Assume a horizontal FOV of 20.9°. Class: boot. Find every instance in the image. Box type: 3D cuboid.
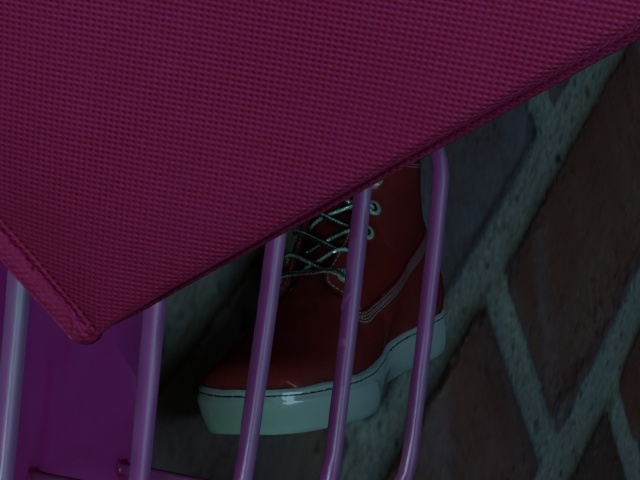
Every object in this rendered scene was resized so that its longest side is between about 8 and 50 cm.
[{"bbox_3d":[0.000,0.000,0.941,0.244,0.088,0.176,-30,119,-64],"label":"boot"}]

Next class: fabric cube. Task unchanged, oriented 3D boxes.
[{"bbox_3d":[-0.014,-0.175,0.478,0.259,0.258,0.254,50,31,-18],"label":"fabric cube"}]

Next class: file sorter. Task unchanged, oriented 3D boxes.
[{"bbox_3d":[-0.094,0.018,0.685,0.290,0.182,0.202,6,89,-59],"label":"file sorter"}]
